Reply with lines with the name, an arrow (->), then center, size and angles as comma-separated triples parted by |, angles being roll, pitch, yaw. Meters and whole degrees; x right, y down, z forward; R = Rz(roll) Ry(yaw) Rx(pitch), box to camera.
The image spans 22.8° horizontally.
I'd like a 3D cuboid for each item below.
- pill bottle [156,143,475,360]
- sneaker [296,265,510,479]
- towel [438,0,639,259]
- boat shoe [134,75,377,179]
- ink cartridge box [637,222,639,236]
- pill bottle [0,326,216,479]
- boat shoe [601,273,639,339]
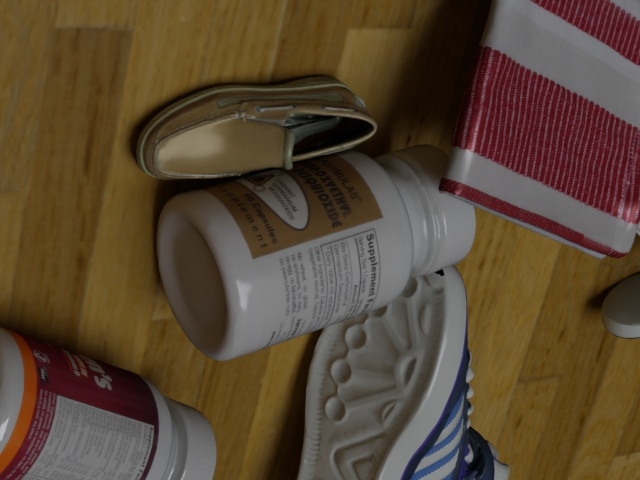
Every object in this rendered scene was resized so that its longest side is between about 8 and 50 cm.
pill bottle -> 0.000, 0.000, 1.235 | 0.229, 0.131, 0.131 | -17, 128, -28
sneaker -> 0.096, 0.159, 1.441 | 0.236, 0.130, 0.322 | 0, 108, -55
towel -> 0.220, -0.165, 1.284 | 0.237, 0.037, 0.328 | 19, 86, -43
boat shoe -> -0.043, -0.080, 1.189 | 0.190, 0.072, 0.068 | -19, 128, -27
ink cartridge box -> 0.390, -0.070, 1.459 | 0.219, 0.092, 0.160 | -31, 140, 16
pill bottle -> -0.189, 0.146, 1.196 | 0.221, 0.121, 0.121 | 25, 101, -45
boat shoe -> 0.372, 0.066, 1.601 | 0.219, 0.078, 0.070 | -19, 127, -29
